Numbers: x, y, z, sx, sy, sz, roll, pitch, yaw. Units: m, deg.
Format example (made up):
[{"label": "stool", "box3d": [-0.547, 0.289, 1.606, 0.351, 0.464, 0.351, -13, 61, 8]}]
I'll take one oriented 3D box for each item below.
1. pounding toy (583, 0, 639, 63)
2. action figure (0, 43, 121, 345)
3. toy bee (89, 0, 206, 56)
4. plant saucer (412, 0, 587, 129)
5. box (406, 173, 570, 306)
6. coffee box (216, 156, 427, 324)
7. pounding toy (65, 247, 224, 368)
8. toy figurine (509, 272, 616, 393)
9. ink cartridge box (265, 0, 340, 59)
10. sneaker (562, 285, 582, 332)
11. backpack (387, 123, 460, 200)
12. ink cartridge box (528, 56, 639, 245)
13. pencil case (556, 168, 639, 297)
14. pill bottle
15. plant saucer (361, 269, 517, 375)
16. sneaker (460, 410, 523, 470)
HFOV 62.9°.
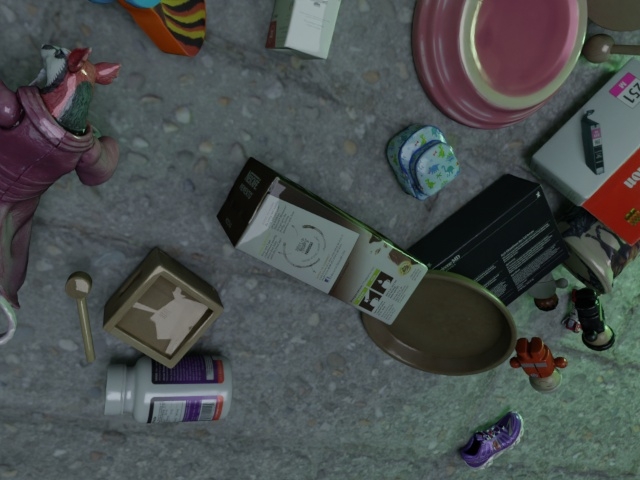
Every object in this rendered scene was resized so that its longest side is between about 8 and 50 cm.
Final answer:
[{"label": "pounding toy", "box3d": [0.555, -0.438, 0.905, 0.110, 0.183, 0.236, -31, 120, -37]}, {"label": "action figure", "box3d": [-0.373, -0.091, 0.602, 0.370, 0.275, 0.248, -34, 139, 24]}, {"label": "toy bee", "box3d": [-0.216, -0.352, 0.605, 0.195, 0.298, 0.162, 20, 87, 5]}, {"label": "plant saucer", "box3d": [0.318, -0.351, 0.876, 0.332, 0.084, 0.332, -7, 112, -18]}, {"label": "box", "box3d": [0.320, 0.027, 1.003, 0.261, 0.103, 0.184, -37, 120, -4]}, {"label": "coffee box", "box3d": [0.000, 0.000, 0.838, 0.297, 0.168, 0.118, 29, 97, -27]}, {"label": "pounding toy", "box3d": [-0.292, 0.101, 0.807, 0.206, 0.094, 0.181, 41, 91, -27]}, {"label": "toy figurine", "box3d": [0.437, 0.168, 1.038, 0.213, 0.209, 0.148, -40, 124, -4]}, {"label": "ink cartridge box", "box3d": [-0.014, -0.362, 0.732, 0.067, 0.115, 0.198, 9, 104, -23]}, {"label": "sneaker", "box3d": [0.575, 0.160, 1.178, 0.067, 0.042, 0.118, -37, 119, -8]}, {"label": "backpack", "box3d": [0.180, -0.139, 0.901, 0.105, 0.084, 0.114, -37, 114, -7]}, {"label": "ink cartridge box", "box3d": [0.576, -0.166, 0.970, 0.275, 0.239, 0.060, -45, 161, -1]}, {"label": "pencil case", "box3d": [0.644, -0.074, 1.053, 0.410, 0.160, 0.183, -45, 103, -1]}, {"label": "pill bottle", "box3d": [-0.252, 0.245, 0.867, 0.194, 0.108, 0.108, 6, 107, -22]}, {"label": "plant saucer", "box3d": [0.214, 0.150, 0.960, 0.278, 0.041, 0.277, 13, 134, 13]}, {"label": "sneaker", "box3d": [0.396, 0.458, 1.208, 0.170, 0.068, 0.071, -45, 112, 0]}]
